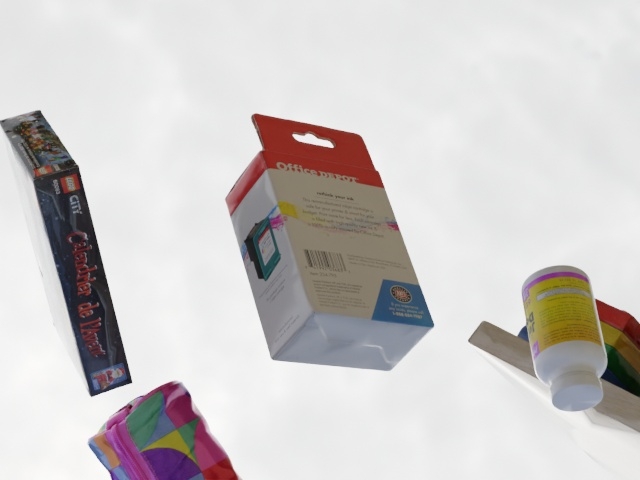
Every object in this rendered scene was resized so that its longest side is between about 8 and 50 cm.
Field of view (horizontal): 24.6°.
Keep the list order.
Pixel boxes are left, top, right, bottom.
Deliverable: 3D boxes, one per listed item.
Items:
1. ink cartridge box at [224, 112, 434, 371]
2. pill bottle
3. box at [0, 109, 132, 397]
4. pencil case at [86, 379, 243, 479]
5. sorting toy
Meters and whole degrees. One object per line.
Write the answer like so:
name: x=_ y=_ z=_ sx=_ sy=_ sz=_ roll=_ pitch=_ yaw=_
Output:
ink cartridge box: x=0.000 y=0.000 z=1.341 sx=0.134 sy=0.078 sz=0.231 roll=9 pitch=-133 yaw=-33
pill bottle: x=0.146 y=0.059 z=0.877 sx=0.043 sy=0.043 sz=0.083 roll=20 pitch=-134 yaw=-28
box: x=-0.242 y=0.011 z=1.394 sx=0.044 sy=0.233 sz=0.159 roll=-18 pitch=-151 yaw=-15
pencil case: x=-0.096 y=0.232 z=1.204 sx=0.104 sy=0.104 sz=0.236 roll=-19 pitch=-108 yaw=-54
sorting toy: x=0.289 y=0.149 z=1.190 sx=0.257 sy=0.089 sz=0.255 roll=26 pitch=168 yaw=50
